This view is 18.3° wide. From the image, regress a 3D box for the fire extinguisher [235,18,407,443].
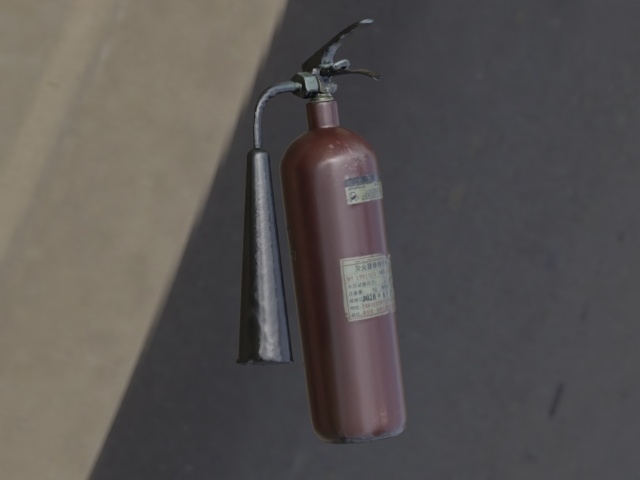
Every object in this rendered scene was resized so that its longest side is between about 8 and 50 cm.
[{"bbox_3d":[-0.004,0.000,0.476,0.046,0.032,0.100,-9,95,-22],"label":"fire extinguisher"}]
